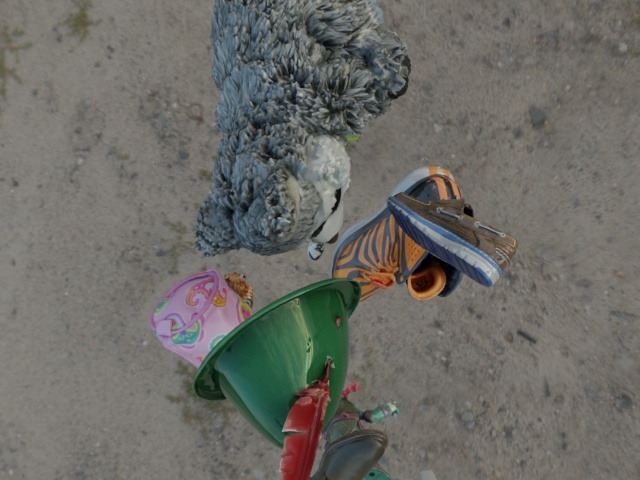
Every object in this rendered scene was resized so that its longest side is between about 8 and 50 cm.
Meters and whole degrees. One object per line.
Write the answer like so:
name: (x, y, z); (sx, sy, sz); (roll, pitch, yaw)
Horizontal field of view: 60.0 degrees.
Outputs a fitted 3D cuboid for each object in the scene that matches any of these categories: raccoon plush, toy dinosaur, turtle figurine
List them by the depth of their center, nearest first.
raccoon plush: (-0.110, -0.184, 0.622); (0.446, 0.299, 0.216); (43, 146, -6)
turtle figurine: (0.058, 0.367, 1.037); (0.118, 0.234, 0.175); (35, 110, -16)
toy dinosaur: (-0.222, 0.159, 1.290); (0.164, 0.322, 0.218); (6, 60, 20)

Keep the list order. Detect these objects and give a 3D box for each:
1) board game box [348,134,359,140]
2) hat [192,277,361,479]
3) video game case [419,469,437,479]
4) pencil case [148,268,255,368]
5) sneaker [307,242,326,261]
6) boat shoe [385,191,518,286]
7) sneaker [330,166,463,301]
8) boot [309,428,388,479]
board game box: (0.014, -0.213, 0.929); (0.043, 0.181, 0.092); (48, 128, 23)
hat: (0.002, 0.159, 0.476); (0.183, 0.208, 0.173); (52, 150, 26)
video game case: (0.177, 0.460, 0.758); (0.026, 0.227, 0.206); (-7, 89, 0)
pencil case: (-0.109, 0.170, 0.782); (0.124, 0.124, 0.284); (-23, 124, 18)
sneaker: (0.000, 0.000, 1.068); (0.032, 0.037, 0.083); (24, 82, -8)
boat shoe: (0.154, -0.015, 0.659); (0.066, 0.066, 0.183); (-43, 49, -6)
sneaker: (0.118, 0.041, 0.906); (0.321, 0.124, 0.180); (-56, 28, 39)
boot: (0.026, 0.358, 0.771); (0.082, 0.106, 0.219); (28, 119, -18)
